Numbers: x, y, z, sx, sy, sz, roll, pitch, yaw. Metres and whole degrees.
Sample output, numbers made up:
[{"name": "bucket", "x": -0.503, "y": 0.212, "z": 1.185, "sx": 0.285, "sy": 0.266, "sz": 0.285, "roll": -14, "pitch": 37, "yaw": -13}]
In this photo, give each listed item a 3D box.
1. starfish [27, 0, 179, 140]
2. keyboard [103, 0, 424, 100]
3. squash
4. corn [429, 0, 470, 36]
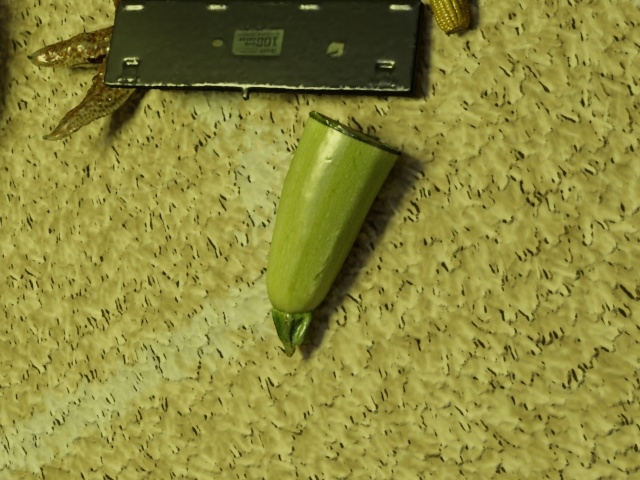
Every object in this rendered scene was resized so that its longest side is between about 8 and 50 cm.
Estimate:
[{"name": "starfish", "x": -0.199, "y": -0.217, "z": 1.478, "sx": 0.277, "sy": 0.062, "sz": 0.236, "roll": -49, "pitch": 58, "yaw": 3}, {"name": "keyboard", "x": -0.057, "y": -0.182, "z": 1.366, "sx": 0.317, "sy": 0.027, "sz": 0.106, "roll": 4, "pitch": 78, "yaw": 18}, {"name": "squash", "x": 0.000, "y": 0.000, "z": 1.307, "sx": 0.094, "sy": 0.094, "sz": 0.224, "roll": 22, "pitch": 98, "yaw": 33}, {"name": "corn", "x": 0.115, "y": -0.233, "z": 1.309, "sx": 0.037, "sy": 0.037, "sz": 0.092, "roll": -20, "pitch": 72, "yaw": 26}]
